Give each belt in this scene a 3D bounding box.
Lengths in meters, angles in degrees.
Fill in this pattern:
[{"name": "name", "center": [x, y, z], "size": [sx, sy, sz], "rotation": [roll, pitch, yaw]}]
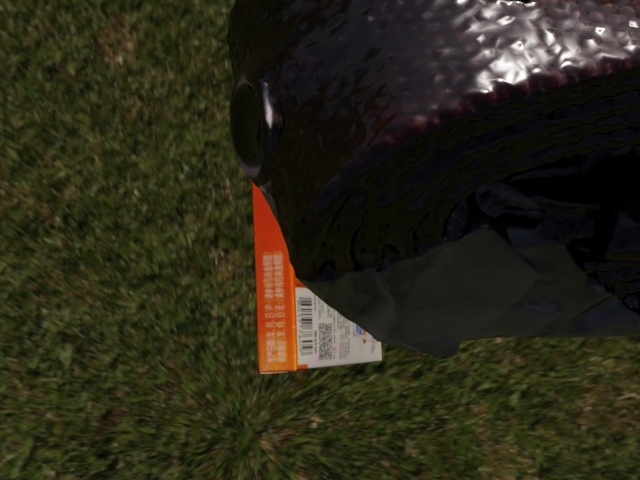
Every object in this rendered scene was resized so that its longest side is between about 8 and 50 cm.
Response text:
[{"name": "belt", "center": [0.102, -0.060, 0.500], "size": [0.289, 0.184, 0.164], "rotation": [-5, 51, -22]}]

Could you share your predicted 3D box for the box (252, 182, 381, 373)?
[{"name": "box", "center": [0.000, 0.000, 1.252], "size": [0.048, 0.265, 0.273], "rotation": [-5, 84, 22]}]
